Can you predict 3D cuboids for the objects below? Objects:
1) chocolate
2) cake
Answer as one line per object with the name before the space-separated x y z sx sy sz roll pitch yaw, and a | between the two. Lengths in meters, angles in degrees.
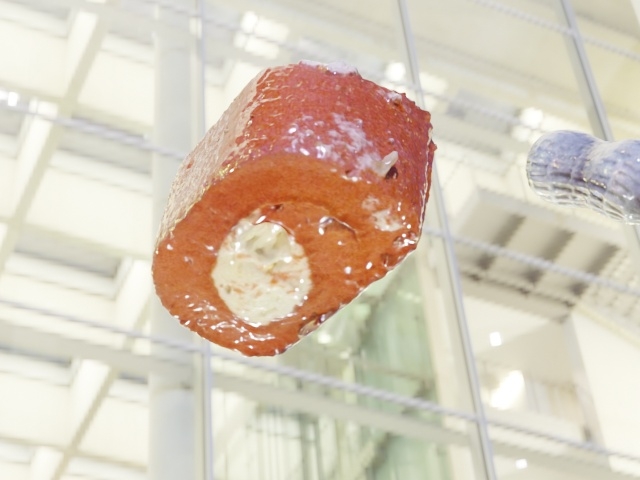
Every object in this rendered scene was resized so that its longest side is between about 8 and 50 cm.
chocolate | 0.238 -0.054 1.233 0.072 0.167 0.072 -9 -74 -32
cake | -0.031 -0.030 1.268 0.177 0.151 0.283 35 -47 -20
